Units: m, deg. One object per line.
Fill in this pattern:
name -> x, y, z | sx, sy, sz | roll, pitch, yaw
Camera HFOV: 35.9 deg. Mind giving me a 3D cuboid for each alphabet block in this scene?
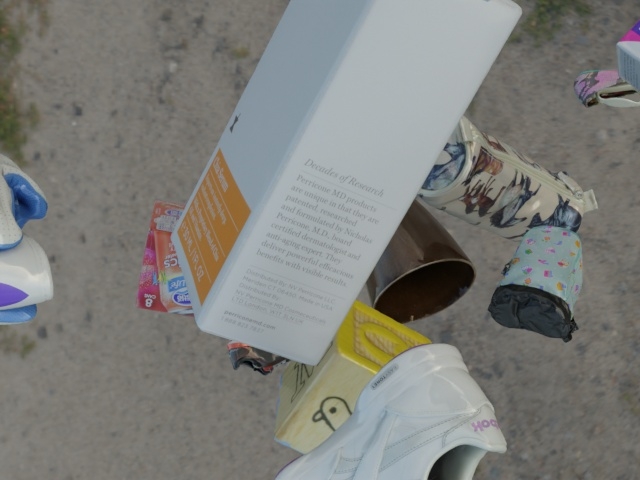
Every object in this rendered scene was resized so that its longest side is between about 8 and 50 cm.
alphabet block -> 0.057, 0.237, 1.591 | 0.192, 0.193, 0.197 | 27, 114, -13

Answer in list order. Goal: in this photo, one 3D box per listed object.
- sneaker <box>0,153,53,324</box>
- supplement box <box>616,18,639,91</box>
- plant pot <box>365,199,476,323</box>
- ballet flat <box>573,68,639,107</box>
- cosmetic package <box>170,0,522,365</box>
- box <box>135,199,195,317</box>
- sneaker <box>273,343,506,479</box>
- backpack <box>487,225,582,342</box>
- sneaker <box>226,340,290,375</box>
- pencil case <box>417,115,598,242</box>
sneaker -> -0.304, 0.030, 0.642 | 0.236, 0.322, 0.130 | 6, 124, 2
supplement box -> 0.534, -0.230, 1.376 | 0.111, 0.114, 0.220 | -48, 65, 1
plant pot -> 0.164, 0.012, 1.958 | 0.215, 0.215, 0.230 | -43, 53, 29
ballet flat -> 0.546, -0.266, 1.679 | 0.222, 0.077, 0.079 | -11, 64, 7
cosmetic package -> 0.008, -0.116, 1.114 | 0.453, 0.162, 0.230 | -61, 26, 16
box -> -0.205, 0.025, 1.503 | 0.128, 0.257, 0.122 | 11, 100, -10
sneaker -> 0.048, 0.241, 0.919 | 0.305, 0.114, 0.152 | -53, 49, 19
backpack -> 0.375, 0.065, 1.647 | 0.152, 0.182, 0.115 | 17, 140, 19
sneaker -> -0.088, 0.210, 1.746 | 0.061, 0.158, 0.064 | 126, 143, -60
pencil case -> 0.322, -0.106, 1.801 | 0.183, 0.410, 0.159 | -35, 53, 32
